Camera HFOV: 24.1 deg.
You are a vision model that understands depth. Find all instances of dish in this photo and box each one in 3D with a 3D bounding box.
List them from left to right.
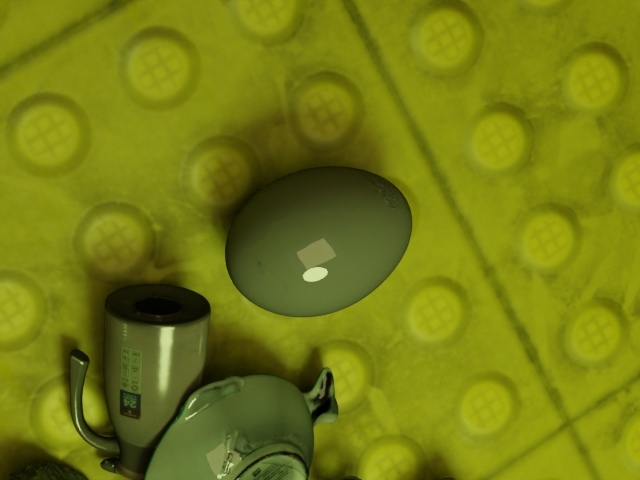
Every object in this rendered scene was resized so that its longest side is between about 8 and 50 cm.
[{"bbox_3d":[-0.064,0.230,1.528,0.246,0.078,0.224,-29,134,-23],"label":"dish"}]

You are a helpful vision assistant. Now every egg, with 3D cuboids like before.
[{"bbox_3d":[0.000,0.000,1.506,0.198,0.146,0.146,-16,105,-21],"label":"egg"}]

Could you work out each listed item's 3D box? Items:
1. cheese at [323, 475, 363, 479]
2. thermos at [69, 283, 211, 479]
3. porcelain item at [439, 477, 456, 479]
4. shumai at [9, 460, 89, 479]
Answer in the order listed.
[{"bbox_3d":[0.047,0.388,1.607,0.163,0.082,0.286,-5,104,12],"label":"cheese"},{"bbox_3d":[-0.185,0.149,1.511,0.137,0.105,0.193,6,111,0],"label":"thermos"},{"bbox_3d":[0.183,0.388,1.649,0.141,0.141,0.259,-37,101,-7],"label":"porcelain item"},{"bbox_3d":[-0.284,0.323,1.502,0.142,0.184,0.184,-31,109,13],"label":"shumai"}]
